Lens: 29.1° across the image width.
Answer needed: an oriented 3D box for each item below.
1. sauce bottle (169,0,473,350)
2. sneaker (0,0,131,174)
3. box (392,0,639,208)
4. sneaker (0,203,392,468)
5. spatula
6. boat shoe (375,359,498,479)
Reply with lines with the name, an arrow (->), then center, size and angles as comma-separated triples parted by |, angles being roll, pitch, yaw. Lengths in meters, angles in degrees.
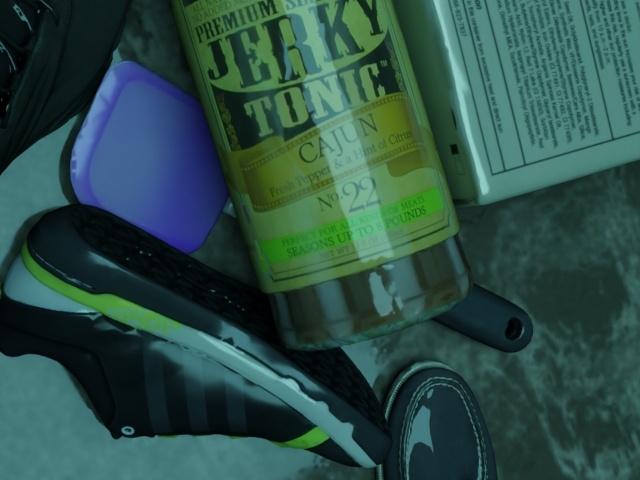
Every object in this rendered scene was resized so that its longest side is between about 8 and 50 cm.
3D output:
sauce bottle -> -0.022, -0.119, 0.617 | 0.111, 0.111, 0.344 | -20, 95, -16
sneaker -> -0.173, -0.069, 0.590 | 0.109, 0.130, 0.286 | 32, 80, -13
box -> 0.146, -0.117, 0.691 | 0.232, 0.127, 0.149 | -16, 95, -17
sneaker -> -0.072, 0.069, 0.664 | 0.234, 0.084, 0.097 | 32, 106, -15
spatula -> 0.000, 0.000, 0.696 | 0.296, 0.030, 0.084 | 26, 84, -17
boat shoe -> 0.079, 0.172, 0.705 | 0.075, 0.065, 0.206 | -5, 92, -17
